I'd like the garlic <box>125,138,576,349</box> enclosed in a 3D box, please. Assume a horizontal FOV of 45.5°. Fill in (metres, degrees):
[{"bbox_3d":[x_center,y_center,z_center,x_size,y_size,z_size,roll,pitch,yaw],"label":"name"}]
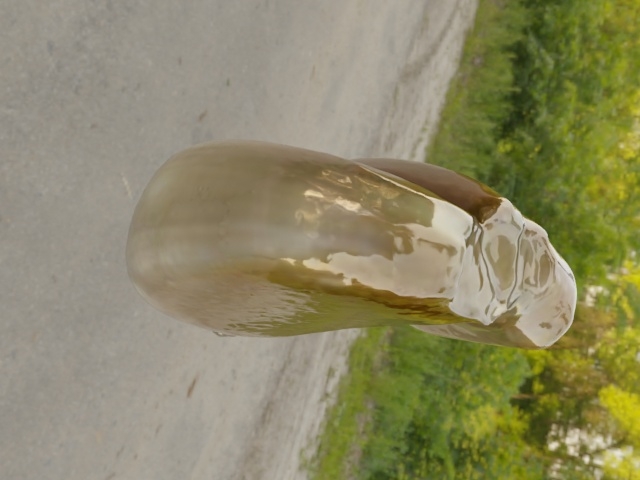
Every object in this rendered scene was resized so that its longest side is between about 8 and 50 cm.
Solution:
[{"bbox_3d":[0.000,0.000,0.420,0.217,0.228,0.110,18,70,-50],"label":"garlic"}]
